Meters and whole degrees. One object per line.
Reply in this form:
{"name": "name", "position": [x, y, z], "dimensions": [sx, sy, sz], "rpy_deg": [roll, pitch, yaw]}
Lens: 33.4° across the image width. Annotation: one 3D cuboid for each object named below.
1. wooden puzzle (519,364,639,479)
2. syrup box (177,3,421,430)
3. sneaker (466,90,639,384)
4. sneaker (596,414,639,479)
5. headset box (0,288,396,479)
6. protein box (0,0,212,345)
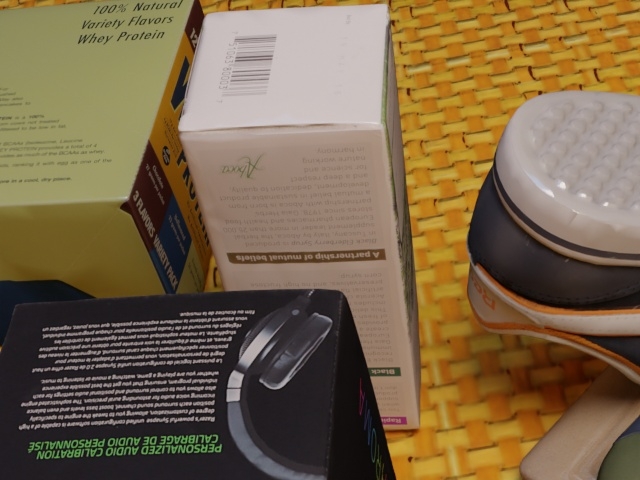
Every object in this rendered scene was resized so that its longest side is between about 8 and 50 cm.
{"name": "wooden puzzle", "position": [0.259, 0.108, 0.547], "dimensions": [0.221, 0.044, 0.239], "rpy_deg": [-41, 47, -24]}
{"name": "syrup box", "position": [0.000, 0.000, 0.568], "dimensions": [0.096, 0.236, 0.093], "rpy_deg": [-2, 46, 8]}
{"name": "sneaker", "position": [0.228, 0.004, 0.556], "dimensions": [0.321, 0.127, 0.126], "rpy_deg": [6, 48, -10]}
{"name": "sneaker", "position": [0.216, 0.119, 0.467], "dimensions": [0.192, 0.064, 0.086], "rpy_deg": [10, 54, 31]}
{"name": "headset box", "position": [-0.043, 0.203, 0.377], "dimensions": [0.131, 0.246, 0.283], "rpy_deg": [-4, 46, 10]}
{"name": "protein box", "position": [-0.179, -0.048, 0.726], "dimensions": [0.200, 0.136, 0.201], "rpy_deg": [-2, 47, 12]}
